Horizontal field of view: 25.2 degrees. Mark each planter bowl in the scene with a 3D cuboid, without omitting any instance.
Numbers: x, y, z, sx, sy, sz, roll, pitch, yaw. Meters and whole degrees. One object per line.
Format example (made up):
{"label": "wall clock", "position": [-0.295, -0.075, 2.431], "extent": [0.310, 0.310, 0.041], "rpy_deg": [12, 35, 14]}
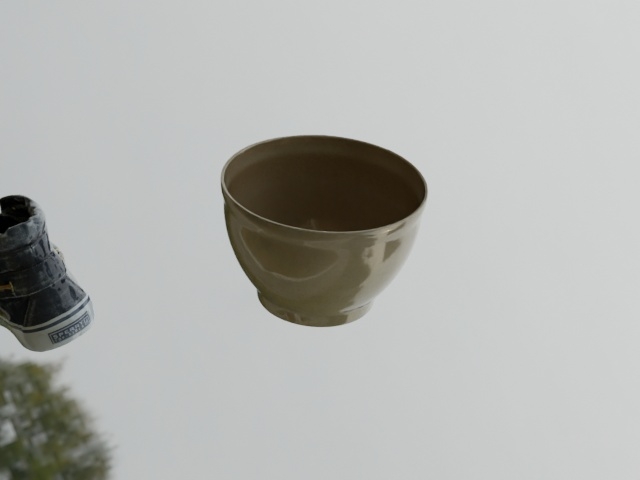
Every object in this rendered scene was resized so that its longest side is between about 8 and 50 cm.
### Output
{"label": "planter bowl", "position": [0.000, 0.000, 1.135], "extent": [0.162, 0.162, 0.109], "rpy_deg": [36, -48, 43]}

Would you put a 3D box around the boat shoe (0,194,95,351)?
{"label": "boat shoe", "position": [-0.204, 0.009, 0.921], "extent": [0.183, 0.065, 0.083], "rpy_deg": [14, -52, 55]}
